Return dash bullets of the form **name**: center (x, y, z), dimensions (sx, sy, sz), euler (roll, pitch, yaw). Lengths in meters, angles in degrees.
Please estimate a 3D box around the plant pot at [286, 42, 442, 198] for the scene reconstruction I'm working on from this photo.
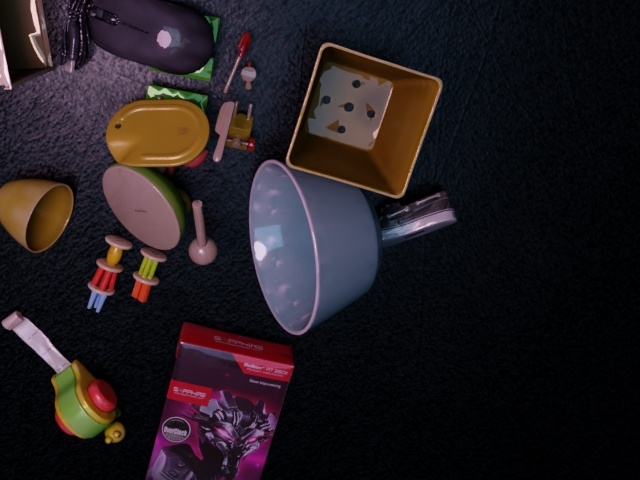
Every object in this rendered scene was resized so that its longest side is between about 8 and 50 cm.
- **plant pot**: center (0.063, -0.221, 1.415), dimensions (0.212, 0.187, 0.212), euler (16, 106, -10)

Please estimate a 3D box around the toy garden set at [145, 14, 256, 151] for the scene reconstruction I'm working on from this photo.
- **toy garden set**: center (-0.203, -0.275, 1.443), dimensions (0.204, 0.049, 0.244), euler (10, 106, -7)

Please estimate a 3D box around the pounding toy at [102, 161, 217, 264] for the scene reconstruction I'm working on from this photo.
- **pounding toy**: center (-0.270, -0.076, 1.459), dimensions (0.237, 0.110, 0.183), euler (26, 141, 21)

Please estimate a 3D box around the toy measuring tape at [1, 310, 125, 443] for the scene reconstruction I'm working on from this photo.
- **toy measuring tape**: center (-0.494, 0.279, 1.553), dimensions (0.121, 0.121, 0.330), euler (-36, 108, 6)

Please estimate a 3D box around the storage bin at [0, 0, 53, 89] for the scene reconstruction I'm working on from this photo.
- **storage bin**: center (-0.529, -0.379, 1.259), dimensions (0.123, 0.262, 0.260), euler (-5, 108, -2)

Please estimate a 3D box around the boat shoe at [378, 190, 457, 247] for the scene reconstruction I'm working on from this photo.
- **boat shoe**: center (0.149, -0.036, 1.551), dimensions (0.219, 0.078, 0.070), euler (-18, 76, 6)

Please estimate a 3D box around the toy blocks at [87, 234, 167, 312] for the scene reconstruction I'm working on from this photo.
- **toy blocks**: center (-0.372, 0.077, 1.532), dimensions (0.123, 0.054, 0.148), euler (21, 104, -12)

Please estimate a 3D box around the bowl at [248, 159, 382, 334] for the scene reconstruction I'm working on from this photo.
- **bowl**: center (0.000, 0.000, 1.447), dimensions (0.163, 0.311, 0.311), euler (-10, 110, -23)

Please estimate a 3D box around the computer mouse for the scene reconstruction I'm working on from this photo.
- **computer mouse**: center (-0.315, -0.352, 1.354), dimensions (0.272, 0.072, 0.188), euler (15, 105, 6)

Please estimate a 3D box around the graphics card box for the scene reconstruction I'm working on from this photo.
- **graphics card box**: center (-0.210, 0.368, 1.625), dimensions (0.233, 0.094, 0.371), euler (14, 107, -11)

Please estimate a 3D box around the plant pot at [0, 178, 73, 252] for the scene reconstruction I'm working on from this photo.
- **plant pot**: center (-0.523, -0.058, 1.444), dimensions (0.095, 0.134, 0.134), euler (25, 105, 11)

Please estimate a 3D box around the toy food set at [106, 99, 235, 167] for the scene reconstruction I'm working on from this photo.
- **toy food set**: center (-0.255, -0.173, 1.398), dimensions (0.218, 0.071, 0.128), euler (1, 69, 5)
